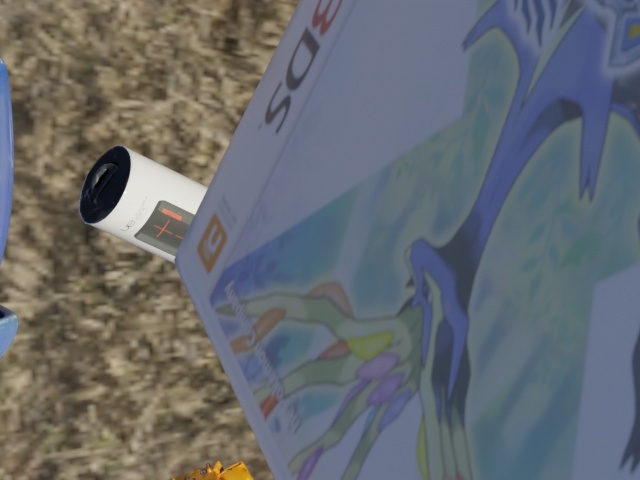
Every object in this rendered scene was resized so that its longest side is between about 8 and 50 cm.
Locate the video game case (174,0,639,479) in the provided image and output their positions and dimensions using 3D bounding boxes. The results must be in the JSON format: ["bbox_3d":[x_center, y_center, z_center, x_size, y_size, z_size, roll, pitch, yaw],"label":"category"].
[{"bbox_3d":[0.066,-0.023,0.519,0.300,0.036,0.329,-63,32,23],"label":"video game case"}]

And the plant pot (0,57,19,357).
[{"bbox_3d":[-0.334,-0.006,1.128,0.236,0.236,0.212,16,117,59],"label":"plant pot"}]

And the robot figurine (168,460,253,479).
[{"bbox_3d":[-0.051,0.311,1.312,0.085,0.211,0.291,-24,34,3],"label":"robot figurine"}]

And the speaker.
[{"bbox_3d":[-0.086,-0.011,1.104,0.055,0.136,0.055,-29,48,38],"label":"speaker"}]
